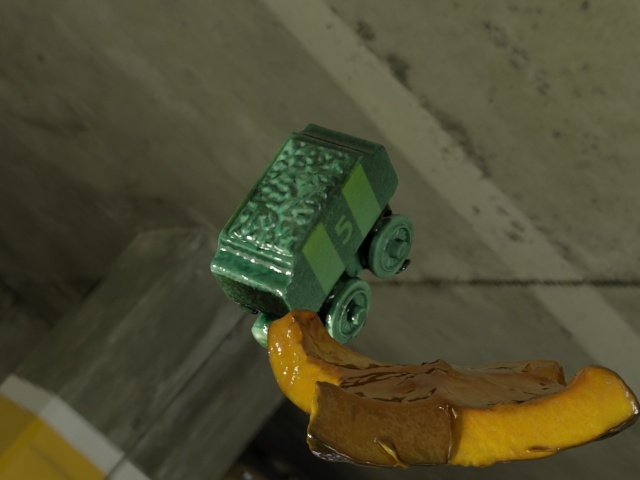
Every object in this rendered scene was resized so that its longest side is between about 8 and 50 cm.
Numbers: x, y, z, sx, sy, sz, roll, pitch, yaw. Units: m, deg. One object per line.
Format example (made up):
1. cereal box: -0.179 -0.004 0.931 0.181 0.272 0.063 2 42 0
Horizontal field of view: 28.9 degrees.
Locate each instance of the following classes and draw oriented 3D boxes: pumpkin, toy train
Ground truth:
1. pumpkin: 0.092 0.123 1.023 0.258 0.095 0.290 0 -174 -6
2. toy train: 0.000 0.000 1.654 0.167 0.299 0.238 18 154 31
